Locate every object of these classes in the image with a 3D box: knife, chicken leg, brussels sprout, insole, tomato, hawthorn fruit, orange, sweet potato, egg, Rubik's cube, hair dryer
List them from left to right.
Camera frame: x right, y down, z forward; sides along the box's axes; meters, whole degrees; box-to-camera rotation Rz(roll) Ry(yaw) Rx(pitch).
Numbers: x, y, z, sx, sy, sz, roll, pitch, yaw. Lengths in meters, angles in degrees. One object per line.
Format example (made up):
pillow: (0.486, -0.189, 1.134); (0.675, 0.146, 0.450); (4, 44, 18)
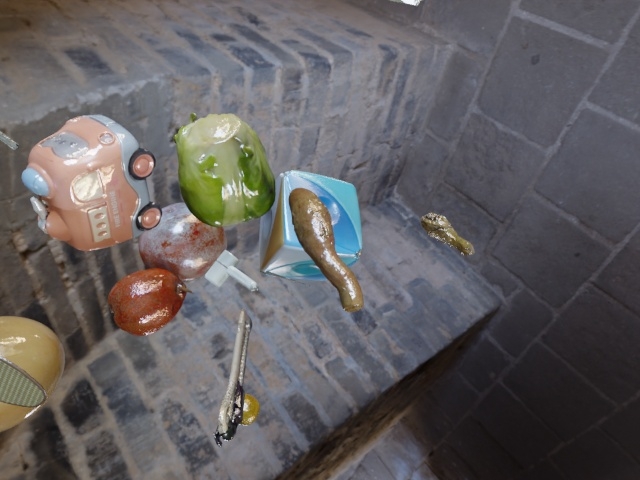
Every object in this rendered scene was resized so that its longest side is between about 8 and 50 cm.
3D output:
insole: (-0.515, 0.172, 0.583); (0.253, 0.005, 0.086); (36, 109, -10)
egg: (-0.869, 0.356, 1.081); (0.373, 0.301, 0.301); (-16, 98, 14)
hawthorn fruit: (-0.543, 0.193, 1.332); (0.210, 0.262, 0.211); (163, 90, -84)
tomato: (-0.513, 0.009, 1.526); (0.316, 0.316, 0.283); (24, 133, 46)
brussels sprout: (-0.276, -0.199, 1.222); (0.371, 0.275, 0.315); (81, -175, -72)
hair dryer: (-0.201, 0.087, 0.950); (0.137, 0.082, 0.047); (29, 165, 27)
knife: (-0.185, 0.288, 0.921); (0.365, 0.043, 0.089); (-94, 4, -60)
orange: (-0.225, 0.491, 1.182); (0.094, 0.085, 0.085); (12, 125, 12)
Rubik's cube: (-0.052, -0.046, 1.681); (0.347, 0.351, 0.353); (136, 135, -58)
sweet potato: (0.000, 0.000, 1.001); (0.386, 0.109, 0.109); (64, 150, 33)
chicken leg: (0.401, -0.015, 1.270); (0.197, 0.069, 0.085); (37, 142, -3)

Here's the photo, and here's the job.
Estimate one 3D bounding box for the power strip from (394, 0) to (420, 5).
power strip: (0.159, -0.606, 0.943); (0.029, 0.226, 0.080); (-104, 22, -46)

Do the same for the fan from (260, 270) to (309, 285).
fan: (-0.138, 0.123, 1.369); (0.219, 0.132, 0.009); (9, 77, 44)

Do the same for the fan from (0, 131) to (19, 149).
fan: (-0.723, -0.276, 0.734); (0.223, 0.012, 0.295); (-10, 124, 19)

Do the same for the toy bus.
toy bus: (-0.503, -0.114, 0.882); (0.194, 0.232, 0.288); (29, 132, 25)
